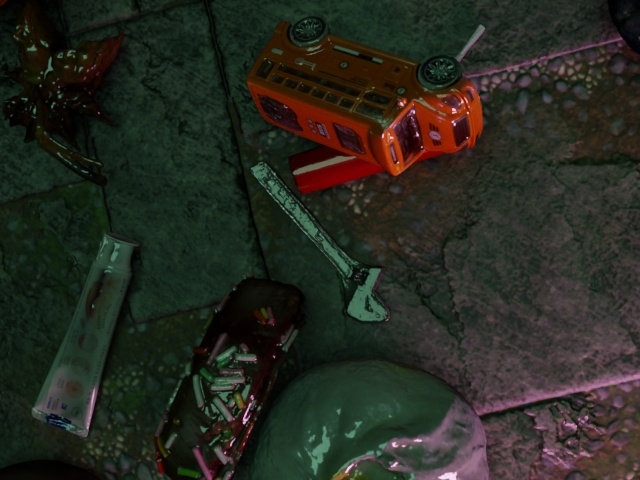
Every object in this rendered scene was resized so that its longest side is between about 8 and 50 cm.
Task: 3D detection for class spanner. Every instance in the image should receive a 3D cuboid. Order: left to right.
[{"bbox_3d":[0.000,0.000,1.388,0.093,0.026,0.325,-42,80,5],"label":"spanner"}]

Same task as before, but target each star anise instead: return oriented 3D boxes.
[{"bbox_3d":[-0.398,-0.225,1.391,0.237,0.148,0.346,-24,66,4],"label":"star anise"}]

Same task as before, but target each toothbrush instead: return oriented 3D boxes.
[{"bbox_3d":[0.190,-0.256,1.381,0.017,0.014,0.194,41,93,9],"label":"toothbrush"}]

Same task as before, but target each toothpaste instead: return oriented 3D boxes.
[{"bbox_3d":[-0.366,0.148,1.412,0.100,0.066,0.323,20,94,4],"label":"toothpaste"}]

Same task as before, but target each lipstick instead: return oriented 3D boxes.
[{"bbox_3d":[0.092,-0.140,1.360,0.279,0.073,0.073,-17,84,5],"label":"lipstick"}]

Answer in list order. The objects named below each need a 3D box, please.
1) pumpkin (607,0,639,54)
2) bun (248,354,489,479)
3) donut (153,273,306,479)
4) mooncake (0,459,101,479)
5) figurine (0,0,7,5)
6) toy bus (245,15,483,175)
[{"bbox_3d":[0.567,-0.362,1.225,0.315,0.238,0.315,-1,83,4],"label":"pumpkin"},{"bbox_3d":[0.067,0.342,1.244,0.362,0.211,0.362,-1,96,-5],"label":"bun"},{"bbox_3d":[-0.135,0.214,1.275,0.136,0.259,0.345,23,91,2],"label":"donut"},{"bbox_3d":[-0.457,0.510,1.348,0.326,0.174,0.334,-11,84,5],"label":"mooncake"},{"bbox_3d":[-0.600,-0.515,1.385,0.387,0.268,0.401,16,84,11],"label":"figurine"},{"bbox_3d":[0.063,-0.199,1.279,0.329,0.143,0.153,24,69,26],"label":"toy bus"}]
